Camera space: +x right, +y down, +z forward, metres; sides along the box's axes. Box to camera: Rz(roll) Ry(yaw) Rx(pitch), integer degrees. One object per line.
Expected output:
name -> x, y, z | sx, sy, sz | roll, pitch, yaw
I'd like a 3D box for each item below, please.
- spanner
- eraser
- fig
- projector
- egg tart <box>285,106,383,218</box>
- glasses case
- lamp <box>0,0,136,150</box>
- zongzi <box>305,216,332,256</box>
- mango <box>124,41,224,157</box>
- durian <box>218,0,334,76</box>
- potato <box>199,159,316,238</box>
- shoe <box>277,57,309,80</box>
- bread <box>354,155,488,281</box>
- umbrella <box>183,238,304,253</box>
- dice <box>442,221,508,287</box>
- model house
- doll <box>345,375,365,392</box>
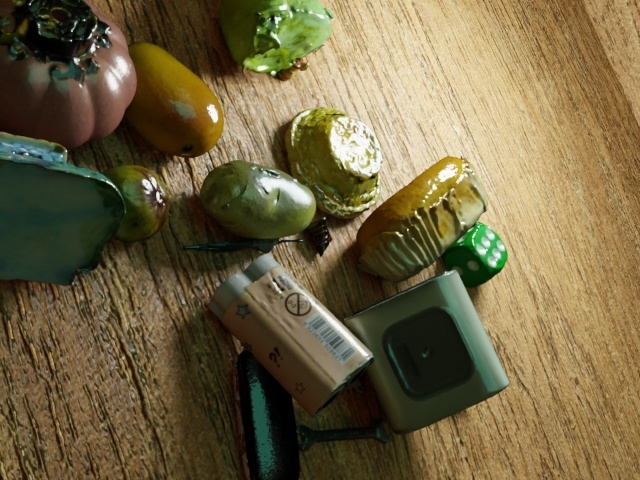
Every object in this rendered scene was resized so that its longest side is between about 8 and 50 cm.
spanner -> 0.049, 0.392, 1.344 | 0.254, 0.015, 0.054 | 8, 66, -36
eraser -> -0.052, 0.165, 1.239 | 0.290, 0.087, 0.171 | 43, 55, 18
fig -> -0.339, -0.068, 1.180 | 0.153, 0.120, 0.136 | 35, 46, -33
projector -> 0.209, 0.221, 1.361 | 0.248, 0.248, 0.249 | -25, 84, 1
egg tart -> 0.051, -0.198, 1.562 | 0.294, 0.123, 0.294 | 19, 56, -31
glasses case -> -0.099, 0.327, 1.219 | 0.103, 0.067, 0.267 | 5, 66, -35
lamp -> -0.460, -0.303, 1.114 | 0.305, 0.239, 0.305 | 15, 58, -25
zongzi -> 0.000, 0.000, 1.472 | 0.083, 0.067, 0.073 | 48, 38, -34
mango -> -0.306, -0.271, 1.300 | 0.254, 0.139, 0.175 | 43, 40, -5
durian -> -0.113, -0.519, 1.532 | 0.255, 0.204, 0.340 | -3, 51, -32
potato -> -0.123, -0.083, 1.342 | 0.248, 0.143, 0.169 | 10, 53, -32
shoe -> -0.063, -0.443, 1.626 | 0.072, 0.069, 0.109 | 48, 53, -18
bread -> 0.244, -0.064, 1.575 | 0.183, 0.236, 0.388 | 53, 47, -7
umbrella -> -0.156, 0.010, 1.360 | 0.269, 0.044, 0.044 | -3, 97, -31
dice -> 0.403, 0.037, 1.734 | 0.131, 0.120, 0.128 | 51, 48, -5
model house -> -0.472, -0.089, 1.045 | 0.261, 0.226, 0.241 | 12, 32, -37
doll -> 0.027, 0.243, 1.363 | 0.180, 0.079, 0.094 | 46, 62, 5
